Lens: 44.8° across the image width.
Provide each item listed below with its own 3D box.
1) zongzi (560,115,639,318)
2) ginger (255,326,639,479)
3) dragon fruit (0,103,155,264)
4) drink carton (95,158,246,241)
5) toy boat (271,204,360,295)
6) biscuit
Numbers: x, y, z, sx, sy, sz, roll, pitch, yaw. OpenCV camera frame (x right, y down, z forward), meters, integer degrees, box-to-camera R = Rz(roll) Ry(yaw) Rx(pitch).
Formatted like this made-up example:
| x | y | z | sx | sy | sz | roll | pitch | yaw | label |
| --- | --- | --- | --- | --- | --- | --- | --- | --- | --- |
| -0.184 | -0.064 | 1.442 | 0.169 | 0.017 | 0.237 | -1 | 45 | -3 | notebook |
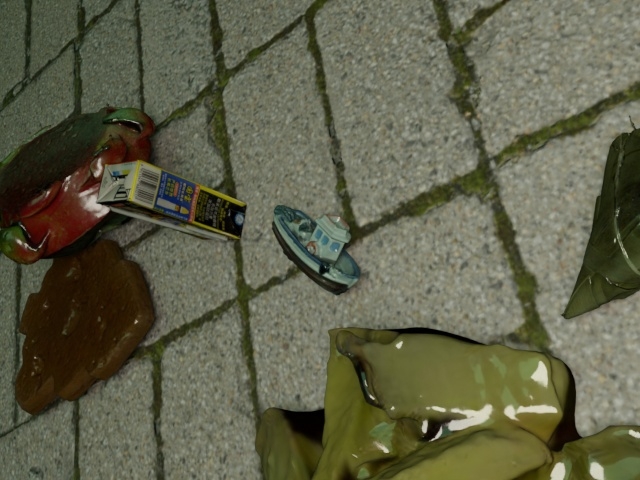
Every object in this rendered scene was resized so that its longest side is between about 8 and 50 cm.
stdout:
| x | y | z | sx | sy | sz | roll | pitch | yaw | label |
| --- | --- | --- | --- | --- | --- | --- | --- | --- | --- |
| 0.229 | -0.027 | 0.630 | 0.130 | 0.062 | 0.154 | -41 | 43 | 38 | zongzi |
| 0.061 | 0.211 | 0.577 | 0.358 | 0.211 | 0.413 | -54 | 46 | 8 | ginger |
| -0.353 | -0.077 | 1.091 | 0.295 | 0.130 | 0.268 | -24 | 40 | 15 | dragon fruit |
| -0.172 | -0.042 | 0.913 | 0.071 | 0.166 | 0.056 | 2 | 75 | 43 | drink carton |
| 0.000 | 0.000 | 0.814 | 0.140 | 0.059 | 0.066 | 49 | 125 | 40 | toy boat |
| -0.323 | 0.114 | 1.072 | 0.302 | 0.043 | 0.278 | 1 | 71 | 43 | biscuit |
